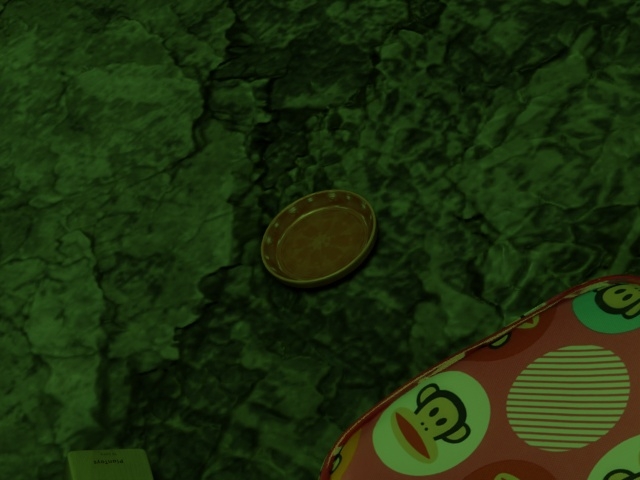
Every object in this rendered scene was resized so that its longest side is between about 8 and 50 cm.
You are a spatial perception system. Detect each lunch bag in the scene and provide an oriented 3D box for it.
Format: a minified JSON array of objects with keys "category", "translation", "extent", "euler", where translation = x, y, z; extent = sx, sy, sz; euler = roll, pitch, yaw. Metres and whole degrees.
[{"category":"lunch bag","translation":[0.130,0.175,0.745],"extent":[0.258,0.120,0.293],"euler":[-31,45,-3]}]

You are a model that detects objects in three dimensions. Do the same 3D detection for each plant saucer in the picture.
[{"category":"plant saucer","translation":[0.000,0.000,1.045],"extent":[0.083,0.013,0.083],"euler":[-13,45,14]}]

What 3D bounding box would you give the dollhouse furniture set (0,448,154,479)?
[{"category":"dollhouse furniture set","translation":[-0.182,0.204,0.934],"extent":[0.151,0.123,0.144],"euler":[0,39,-22]}]
